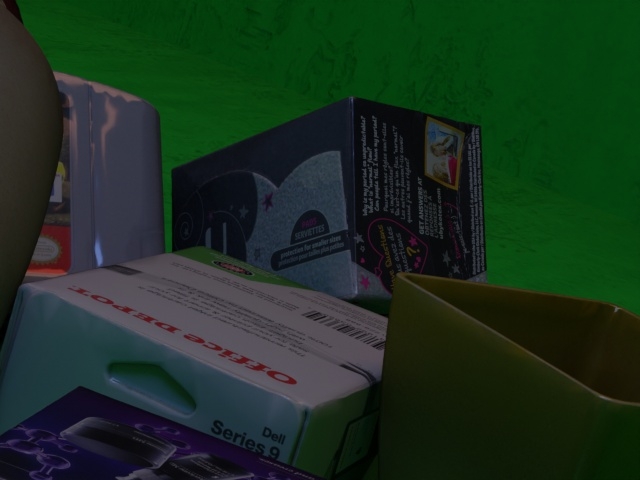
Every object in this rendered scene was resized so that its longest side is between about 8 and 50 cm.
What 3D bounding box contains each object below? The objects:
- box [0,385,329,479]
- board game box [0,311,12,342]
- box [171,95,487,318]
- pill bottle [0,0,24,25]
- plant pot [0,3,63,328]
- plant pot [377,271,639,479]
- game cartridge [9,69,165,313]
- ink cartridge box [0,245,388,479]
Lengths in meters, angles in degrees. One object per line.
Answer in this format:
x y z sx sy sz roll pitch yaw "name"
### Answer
-0.053 0.182 1.035 0.261 0.103 0.184 20 14 9 "box"
-0.206 0.064 1.538 0.186 0.026 0.126 20 12 13 "board game box"
0.000 0.000 1.578 0.142 0.163 0.247 9 -17 -36 "box"
-0.402 -0.181 1.896 0.224 0.224 0.392 16 12 -8 "pill bottle"
-0.286 0.002 1.223 0.256 0.256 0.274 14 34 -19 "plant pot"
0.156 0.153 1.260 0.212 0.187 0.212 10 14 -39 "plant pot"
-0.263 -0.043 1.486 0.294 0.196 0.060 3 -28 -18 "game cartridge"
-0.066 0.102 1.324 0.211 0.121 0.289 22 12 17 "ink cartridge box"
